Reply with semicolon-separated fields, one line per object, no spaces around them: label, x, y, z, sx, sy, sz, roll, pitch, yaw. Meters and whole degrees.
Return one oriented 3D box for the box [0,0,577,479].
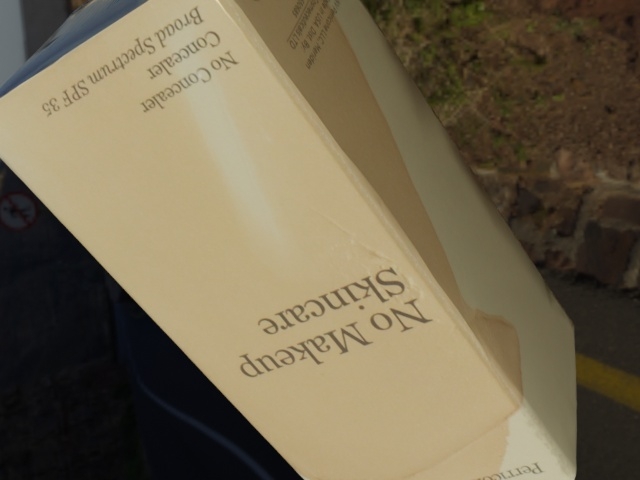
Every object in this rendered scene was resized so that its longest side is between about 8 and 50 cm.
box;0.000;0.000;0.463;0.311;0.148;0.121;51;-148;-24
